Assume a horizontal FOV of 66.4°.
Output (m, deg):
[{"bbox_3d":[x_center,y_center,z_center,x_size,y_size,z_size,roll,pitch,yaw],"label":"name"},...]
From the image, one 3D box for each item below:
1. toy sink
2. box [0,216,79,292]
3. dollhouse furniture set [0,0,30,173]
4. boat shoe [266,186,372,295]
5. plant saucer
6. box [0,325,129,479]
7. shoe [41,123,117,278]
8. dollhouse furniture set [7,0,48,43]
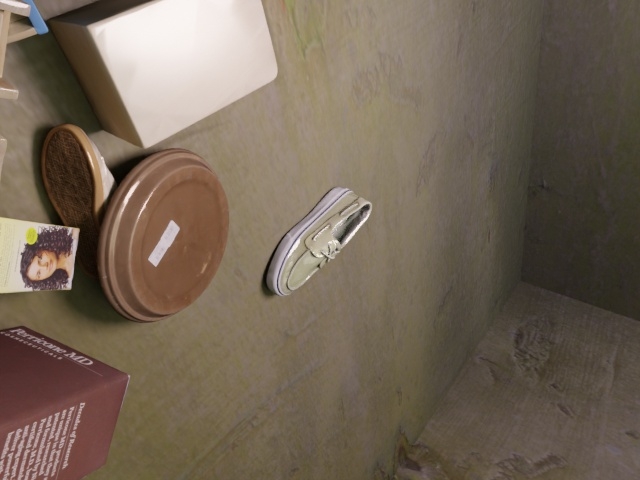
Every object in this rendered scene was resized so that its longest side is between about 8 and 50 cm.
[{"bbox_3d":[-0.198,-0.254,0.653,0.234,0.131,0.152,-39,135,-27],"label":"toy sink"},{"bbox_3d":[-0.361,0.014,0.536,0.232,0.058,0.087,22,74,-84],"label":"box"},{"bbox_3d":[-0.356,-0.142,0.412,0.129,0.129,0.183,-10,129,-56],"label":"dollhouse furniture set"},{"bbox_3d":[0.000,0.000,1.067,0.302,0.094,0.109,-53,142,-20],"label":"boat shoe"},{"bbox_3d":[-0.224,-0.002,0.761,0.278,0.041,0.277,15,90,-69],"label":"plant saucer"},{"bbox_3d":[-0.394,0.203,0.476,0.381,0.191,0.143,8,100,-76],"label":"box"},{"bbox_3d":[-0.317,-0.054,0.666,0.058,0.077,0.218,-80,171,-62],"label":"shoe"},{"bbox_3d":[-0.442,-0.273,0.386,0.287,0.198,0.303,-29,164,-14],"label":"dollhouse furniture set"}]
